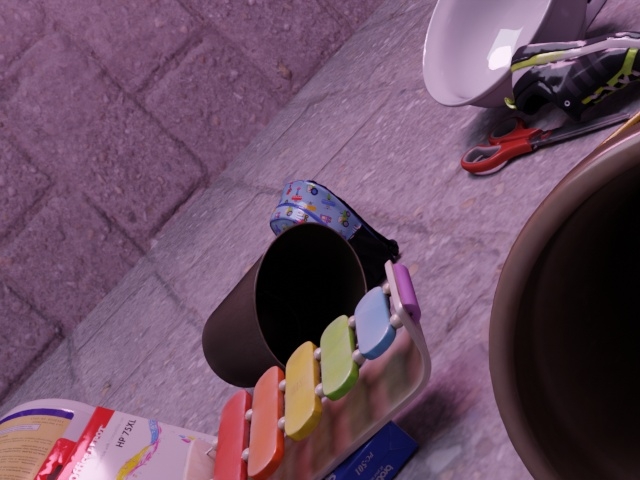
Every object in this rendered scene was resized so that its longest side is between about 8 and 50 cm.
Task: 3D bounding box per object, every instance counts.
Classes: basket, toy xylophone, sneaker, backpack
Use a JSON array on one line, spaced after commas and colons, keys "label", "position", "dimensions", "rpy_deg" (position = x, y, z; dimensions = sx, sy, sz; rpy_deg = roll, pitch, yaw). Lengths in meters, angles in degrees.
[{"label": "basket", "position": [-0.059, 0.110, 1.184], "dimensions": [0.227, 0.154, 0.204], "rpy_deg": [-39, 38, 55]}, {"label": "toy xylophone", "position": [-0.011, 0.155, 0.925], "dimensions": [0.323, 0.081, 0.236], "rpy_deg": [-46, 16, 6]}, {"label": "sneaker", "position": [0.335, -0.192, 1.098], "dimensions": [0.234, 0.084, 0.097], "rpy_deg": [3, 88, 46]}, {"label": "backpack", "position": [0.000, 0.000, 1.278], "dimensions": [0.117, 0.173, 0.158], "rpy_deg": [-51, 18, -18]}]

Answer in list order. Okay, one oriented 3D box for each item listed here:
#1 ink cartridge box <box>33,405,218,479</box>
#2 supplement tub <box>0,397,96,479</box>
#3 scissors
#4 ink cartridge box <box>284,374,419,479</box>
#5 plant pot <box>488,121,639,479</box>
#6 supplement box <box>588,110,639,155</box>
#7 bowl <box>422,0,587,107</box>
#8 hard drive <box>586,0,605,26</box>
[{"label": "ink cartridge box", "position": [-0.224, 0.280, 1.054], "dimensions": [0.134, 0.231, 0.078], "rpy_deg": [-72, -5, -57]}, {"label": "supplement tub", "position": [-0.371, 0.388, 1.135], "dimensions": [0.241, 0.241, 0.331], "rpy_deg": [-37, 18, 26]}, {"label": "scissors", "position": [0.280, -0.125, 1.171], "dimensions": [0.109, 0.021, 0.297], "rpy_deg": [-42, 17, -10]}, {"label": "ink cartridge box", "position": [0.022, 0.207, 0.950], "dimensions": [0.097, 0.046, 0.207], "rpy_deg": [-48, 17, -5]}, {"label": "plant pot", "position": [0.250, 0.029, 0.523], "dimensions": [0.263, 0.263, 0.229], "rpy_deg": [-36, 1, 30]}, {"label": "supplement box", "position": [0.294, -0.074, 0.779], "dimensions": [0.104, 0.081, 0.188], "rpy_deg": [-41, -7, 16]}, {"label": "bowl", "position": [0.289, -0.313, 1.312], "dimensions": [0.298, 0.134, 0.298], "rpy_deg": [-41, 39, 45]}, {"label": "hard drive", "position": [0.345, -0.354, 1.521], "dimensions": [0.210, 0.040, 0.318], "rpy_deg": [-53, 18, -24]}]
